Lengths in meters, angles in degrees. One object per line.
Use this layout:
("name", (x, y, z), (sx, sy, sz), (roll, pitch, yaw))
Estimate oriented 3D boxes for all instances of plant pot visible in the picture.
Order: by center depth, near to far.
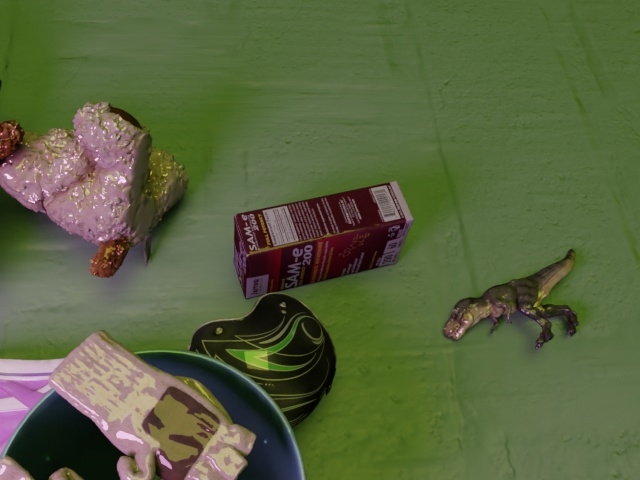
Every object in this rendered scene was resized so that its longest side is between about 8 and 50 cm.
("plant pot", (-0.171, 0.294, 0.786), (0.293, 0.235, 0.292), (3, 59, -5))

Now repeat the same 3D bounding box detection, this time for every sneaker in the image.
("sneaker", (-0.318, 0.228, 0.897), (0.282, 0.102, 0.161), (-3, 62, 4))

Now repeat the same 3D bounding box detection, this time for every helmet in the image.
("helmet", (-0.078, 0.160, 0.925), (0.169, 0.169, 0.162), (41, 46, 17))

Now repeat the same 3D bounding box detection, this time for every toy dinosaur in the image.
("toy dinosaur", (0.312, 0.094, 1.076), (0.268, 0.064, 0.118), (-22, 57, -23))

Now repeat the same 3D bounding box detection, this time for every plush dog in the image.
("plush dog", (-0.341, -0.079, 1.022), (0.226, 0.262, 0.210), (21, 82, 13))

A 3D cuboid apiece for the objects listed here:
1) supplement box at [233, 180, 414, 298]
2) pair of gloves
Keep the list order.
("supplement box", (0.000, 0.000, 1.051), (0.240, 0.130, 0.073), (-12, 61, -13))
("pair of gloves", (-0.190, 0.220, 0.668), (0.204, 0.042, 0.240), (28, 61, 6))
